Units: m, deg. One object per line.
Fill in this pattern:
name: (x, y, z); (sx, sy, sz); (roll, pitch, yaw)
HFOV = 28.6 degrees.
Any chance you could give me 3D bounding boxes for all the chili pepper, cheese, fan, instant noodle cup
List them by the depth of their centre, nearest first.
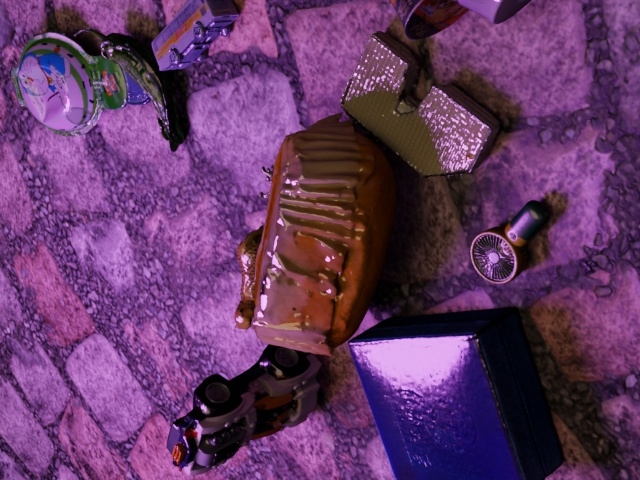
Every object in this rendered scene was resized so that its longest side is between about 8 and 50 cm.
instant noodle cup: (0.130, -0.363, 1.704); (0.136, 0.127, 0.127); (56, 139, 19)
fan: (0.277, -0.001, 1.795); (0.082, 0.039, 0.155); (51, 136, 14)
chili pepper: (-0.316, -0.291, 2.217); (0.279, 0.065, 0.122); (54, 134, 3)
cheese: (-0.452, -0.293, 2.338); (0.320, 0.083, 0.204); (1, 112, 32)

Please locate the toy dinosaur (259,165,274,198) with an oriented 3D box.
toy dinosaur: (-0.071, -0.083, 2.113); (0.060, 0.029, 0.120); (20, 124, 23)

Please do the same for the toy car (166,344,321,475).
toy car: (-0.132, 0.301, 2.167); (0.118, 0.301, 0.193); (45, 140, 23)

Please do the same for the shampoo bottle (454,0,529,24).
shampoo bottle: (0.196, -0.419, 1.487); (0.266, 0.273, 0.273); (43, 136, 6)

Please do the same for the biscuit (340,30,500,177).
biscuit: (0.143, -0.185, 1.829); (0.250, 0.046, 0.147); (41, 133, 23)

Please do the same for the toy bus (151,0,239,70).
toy bus: (-0.210, -0.348, 2.088); (0.190, 0.064, 0.075); (-37, 71, 48)

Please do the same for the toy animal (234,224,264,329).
toy animal: (-0.103, 0.046, 2.126); (0.073, 0.136, 0.181); (21, 123, 37)

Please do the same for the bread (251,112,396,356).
bread: (0.000, 0.010, 1.949); (0.236, 0.183, 0.389); (-93, 12, -48)

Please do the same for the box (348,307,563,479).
box: (0.204, 0.250, 1.948); (0.279, 0.116, 0.261); (-9, 104, 49)
